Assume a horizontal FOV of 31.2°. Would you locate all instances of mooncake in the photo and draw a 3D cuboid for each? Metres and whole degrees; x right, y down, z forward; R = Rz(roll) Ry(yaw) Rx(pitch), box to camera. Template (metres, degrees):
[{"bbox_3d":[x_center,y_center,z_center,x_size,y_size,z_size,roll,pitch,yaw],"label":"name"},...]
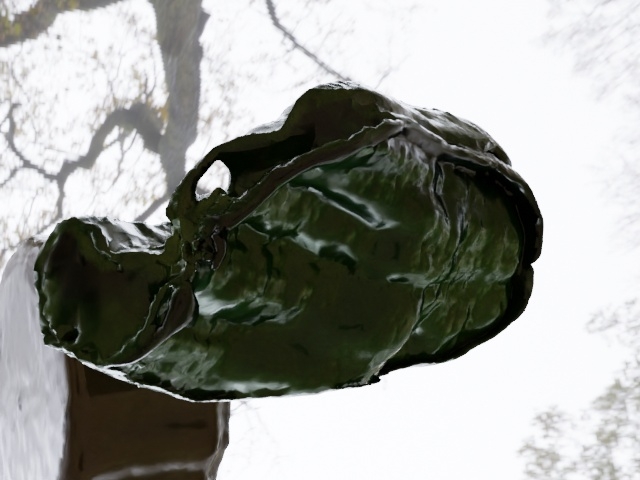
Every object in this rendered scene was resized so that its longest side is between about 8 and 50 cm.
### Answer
[{"bbox_3d":[-0.195,0.138,1.012,0.161,0.290,0.291,3,-105,-30],"label":"mooncake"}]

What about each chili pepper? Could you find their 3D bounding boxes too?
[{"bbox_3d":[-0.006,-0.008,0.756,0.384,0.167,0.213,-4,-66,-50],"label":"chili pepper"}]
